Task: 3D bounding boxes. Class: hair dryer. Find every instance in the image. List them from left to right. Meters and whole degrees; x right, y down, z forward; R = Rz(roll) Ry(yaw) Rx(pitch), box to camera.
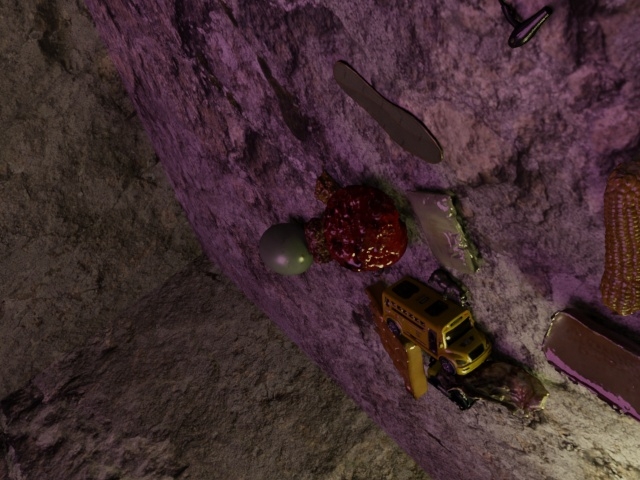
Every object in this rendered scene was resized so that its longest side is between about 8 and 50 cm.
[{"bbox_3d":[0.301,-0.344,0.807,0.083,0.031,0.079,57,150,7],"label":"hair dryer"}]

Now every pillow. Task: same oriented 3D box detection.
[{"bbox_3d":[0.300,-0.025,1.304,0.148,0.050,0.229,10,132,54],"label":"pillow"}]

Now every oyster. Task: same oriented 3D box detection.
[{"bbox_3d":[0.467,0.386,1.481,0.275,0.271,0.100,-75,-22,-73],"label":"oyster"}]

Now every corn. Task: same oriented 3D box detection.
[{"bbox_3d":[0.504,0.003,0.860,0.101,0.101,0.291,25,143,50],"label":"corn"}]

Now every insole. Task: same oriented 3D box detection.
[{"bbox_3d":[0.149,-0.294,1.225,0.348,0.009,0.119,46,159,15],"label":"insole"}]

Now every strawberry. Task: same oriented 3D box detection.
[{"bbox_3d":[0.111,-0.024,1.461,0.274,0.220,0.274,39,157,20],"label":"strawberry"}]

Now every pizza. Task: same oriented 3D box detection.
[{"bbox_3d":[0.021,-0.151,1.678,0.175,0.046,0.134,13,137,60],"label":"pizza"}]

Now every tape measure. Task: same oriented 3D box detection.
[{"bbox_3d":[0.427,0.453,1.726,0.199,0.112,0.186,34,162,30],"label":"tape measure"}]

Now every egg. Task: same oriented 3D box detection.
[{"bbox_3d":[-0.131,0.034,2.082,0.283,0.203,0.202,23,146,59],"label":"egg"}]

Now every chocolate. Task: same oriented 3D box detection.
[{"bbox_3d":[0.594,0.245,1.092,0.261,0.083,0.161,37,138,32],"label":"chocolate"}]

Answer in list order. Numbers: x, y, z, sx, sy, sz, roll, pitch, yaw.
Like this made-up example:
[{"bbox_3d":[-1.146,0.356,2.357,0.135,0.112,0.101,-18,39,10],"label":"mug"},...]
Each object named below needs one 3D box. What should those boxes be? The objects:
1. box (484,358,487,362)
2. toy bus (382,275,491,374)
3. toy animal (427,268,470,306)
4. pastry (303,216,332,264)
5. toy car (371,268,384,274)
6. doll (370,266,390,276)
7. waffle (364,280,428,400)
[{"bbox_3d":[0.453,0.347,1.634,0.126,0.027,0.125,39,156,32],"label":"box"},{"bbox_3d":[0.329,0.240,1.546,0.331,0.145,0.151,32,143,46],"label":"toy bus"},{"bbox_3d":[0.357,0.132,1.450,0.135,0.047,0.065,48,152,24],"label":"toy animal"},{"bbox_3d":[-0.001,-0.001,1.902,0.115,0.097,0.208,42,160,35],"label":"pastry"},{"bbox_3d":[0.172,0.041,1.669,0.069,0.055,0.142,28,129,52],"label":"toy car"},{"bbox_3d":[0.197,0.098,1.743,0.085,0.040,0.058,26,137,50],"label":"doll"},{"bbox_3d":[0.265,0.350,1.828,0.304,0.078,0.348,-121,9,-45],"label":"waffle"}]
